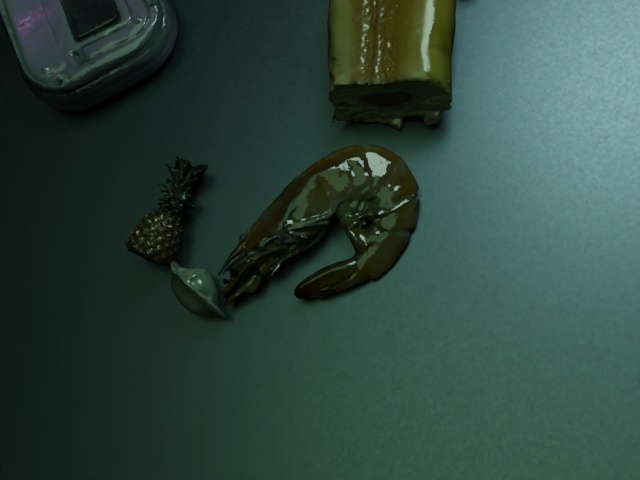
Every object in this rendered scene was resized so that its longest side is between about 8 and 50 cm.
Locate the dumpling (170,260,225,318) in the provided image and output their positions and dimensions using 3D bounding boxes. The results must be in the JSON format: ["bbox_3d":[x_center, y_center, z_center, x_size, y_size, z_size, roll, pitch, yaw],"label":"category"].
[{"bbox_3d":[-0.131,0.048,0.883,0.043,0.059,0.077,-21,68,0],"label":"dumpling"}]

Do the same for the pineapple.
[{"bbox_3d":[-0.159,-0.035,0.918,0.058,0.058,0.124,21,80,20],"label":"pineapple"}]

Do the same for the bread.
[{"bbox_3d":[0.074,-0.209,0.887,0.134,0.085,0.173,2,76,20],"label":"bread"}]

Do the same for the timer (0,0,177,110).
[{"bbox_3d":[-0.277,-0.265,1.014,0.191,0.069,0.208,-29,67,3],"label":"timer"}]

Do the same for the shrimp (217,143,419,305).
[{"bbox_3d":[0.000,0.000,0.875,0.236,0.053,0.133,-39,88,-2],"label":"shrimp"}]
